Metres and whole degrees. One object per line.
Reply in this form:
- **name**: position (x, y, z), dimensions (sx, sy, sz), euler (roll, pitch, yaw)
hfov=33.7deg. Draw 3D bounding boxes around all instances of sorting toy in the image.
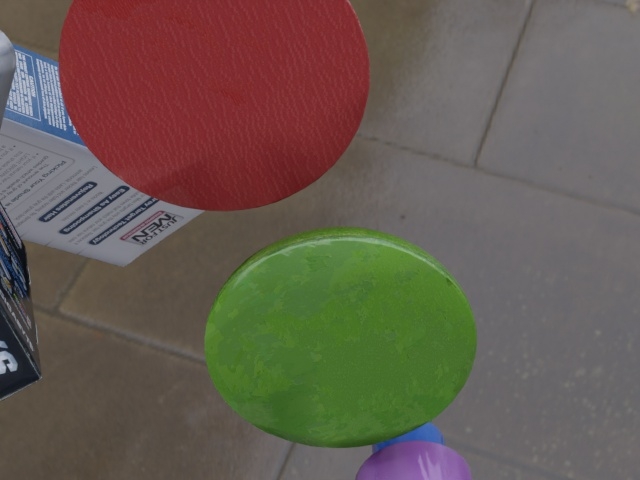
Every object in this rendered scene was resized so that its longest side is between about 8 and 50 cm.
- **sorting toy**: position (0.000, 0.000, 0.524), dimensions (0.127, 0.365, 0.126), euler (-17, 34, 10)

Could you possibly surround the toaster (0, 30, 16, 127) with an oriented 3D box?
- **toaster**: position (-0.344, -0.130, 0.782), dimensions (0.185, 0.110, 0.168), euler (40, 34, 8)

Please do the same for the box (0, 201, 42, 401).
- **box**: position (-0.219, -0.041, 0.548), dimensions (0.051, 0.220, 0.175), euler (-26, 28, -7)

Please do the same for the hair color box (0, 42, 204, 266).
- **hair color box**: position (-0.286, -0.088, 1.093), dimensions (0.174, 0.347, 0.105), euler (-31, 59, 29)
